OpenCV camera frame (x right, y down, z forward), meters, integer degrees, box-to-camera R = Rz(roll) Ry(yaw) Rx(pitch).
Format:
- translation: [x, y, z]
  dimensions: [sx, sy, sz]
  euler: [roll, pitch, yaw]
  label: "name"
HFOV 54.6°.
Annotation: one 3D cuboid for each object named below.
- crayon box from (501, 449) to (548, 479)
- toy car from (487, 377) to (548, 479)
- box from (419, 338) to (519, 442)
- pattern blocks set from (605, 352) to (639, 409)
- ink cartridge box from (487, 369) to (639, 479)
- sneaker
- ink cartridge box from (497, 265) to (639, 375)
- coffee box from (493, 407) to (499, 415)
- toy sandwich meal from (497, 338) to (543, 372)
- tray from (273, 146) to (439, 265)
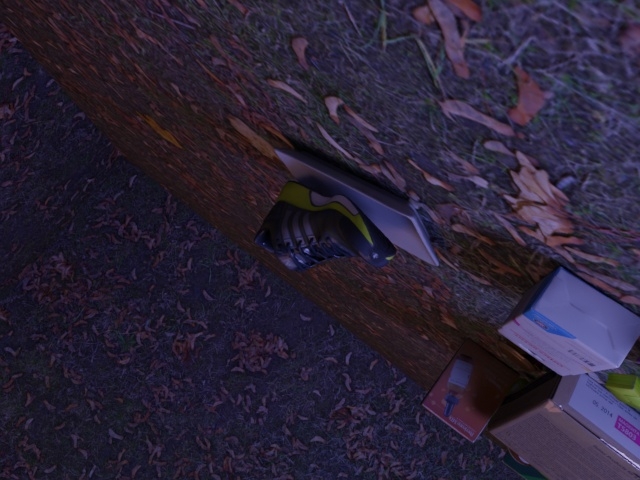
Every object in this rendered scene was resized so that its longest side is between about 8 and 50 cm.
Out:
- translation: [0.632, 0.604, 1.564]
  dimensions: [0.319, 0.081, 0.202]
  euler: [34, -168, 23]
  label: "crayon box"
- translation: [0.432, 0.344, 1.133]
  dimensions: [0.155, 0.149, 0.188]
  euler: [40, 159, 1]
  label: "toy car"
- translation: [0.312, 0.317, 1.306]
  dimensions: [0.130, 0.170, 0.091]
  euler: [35, 170, 14]
  label: "box"
- translation: [0.421, 0.189, 0.597]
  dimensions: [0.325, 0.026, 0.285]
  euler: [37, 165, -30]
  label: "pattern blocks set"
- translation: [0.420, 0.321, 0.985]
  dimensions: [0.235, 0.088, 0.193]
  euler: [38, 145, 6]
  label: "ink cartridge box"
- translation: [0.000, 0.000, 0.926]
  dimensions: [0.111, 0.121, 0.300]
  euler: [43, 170, -28]
  label: "sneaker"
- translation: [0.281, 0.100, 0.721]
  dimensions: [0.104, 0.061, 0.181]
  euler: [36, 170, 12]
  label: "ink cartridge box"
- translation: [0.501, 0.431, 1.365]
  dimensions: [0.141, 0.098, 0.246]
  euler: [28, 166, 47]
  label: "coffee box"
- translation: [0.339, 0.191, 1.049]
  dimensions: [0.085, 0.029, 0.085]
  euler: [41, 174, 5]
  label: "toy sandwich meal"
- translation: [0.055, -0.060, 0.903]
  dimensions: [0.270, 0.030, 0.145]
  euler: [31, 168, 36]
  label: "tray"
